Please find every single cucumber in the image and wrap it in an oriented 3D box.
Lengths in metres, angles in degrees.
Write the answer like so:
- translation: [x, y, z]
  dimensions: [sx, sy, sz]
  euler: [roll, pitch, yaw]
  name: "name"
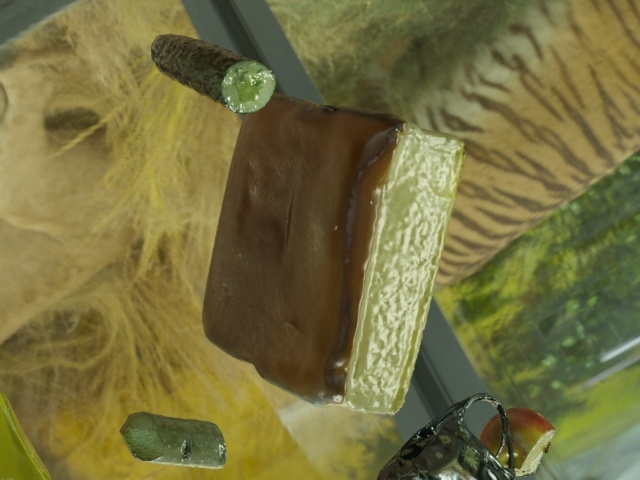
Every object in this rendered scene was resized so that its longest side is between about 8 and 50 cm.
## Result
- translation: [-0.124, -0.180, 0.934]
  dimensions: [0.058, 0.214, 0.052]
  euler: [-6, 114, -34]
  name: "cucumber"

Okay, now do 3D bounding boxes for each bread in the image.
- translation: [0.000, 0.000, 1.079]
  dimensions: [0.143, 0.323, 0.333]
  euler: [10, 95, -34]
  name: "bread"

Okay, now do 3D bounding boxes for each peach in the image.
- translation: [0.341, 0.351, 1.603]
  dimensions: [0.151, 0.118, 0.151]
  euler: [-7, 156, -3]
  name: "peach"

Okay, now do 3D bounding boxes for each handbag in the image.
- translation: [0.133, 0.196, 0.823]
  dimensions: [0.139, 0.115, 0.072]
  euler: [-54, -168, -32]
  name: "handbag"

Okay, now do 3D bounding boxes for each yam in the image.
- translation: [-0.203, 0.280, 1.271]
  dimensions: [0.146, 0.070, 0.070]
  euler: [13, 139, -24]
  name: "yam"

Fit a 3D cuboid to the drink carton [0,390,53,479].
- translation: [-0.486, 0.321, 1.025]
  dimensions: [0.351, 0.155, 0.111]
  euler: [-29, 179, -17]
  name: "drink carton"
